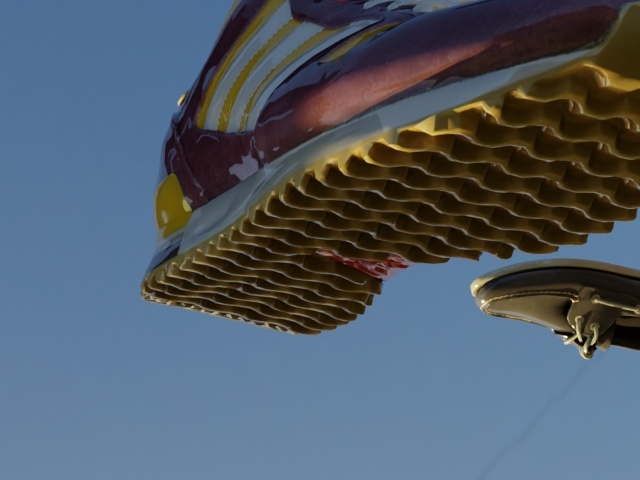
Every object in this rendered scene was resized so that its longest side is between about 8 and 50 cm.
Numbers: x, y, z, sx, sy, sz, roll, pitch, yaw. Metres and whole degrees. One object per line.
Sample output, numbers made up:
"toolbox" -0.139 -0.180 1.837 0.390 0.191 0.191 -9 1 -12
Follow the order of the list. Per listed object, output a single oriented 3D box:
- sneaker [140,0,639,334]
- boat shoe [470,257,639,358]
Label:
"sneaker" 0.012 -0.036 0.383 0.070 0.185 0.083 14 -110 -29
"boat shoe" 0.220 0.059 1.377 0.206 0.065 0.075 4 -24 -8
